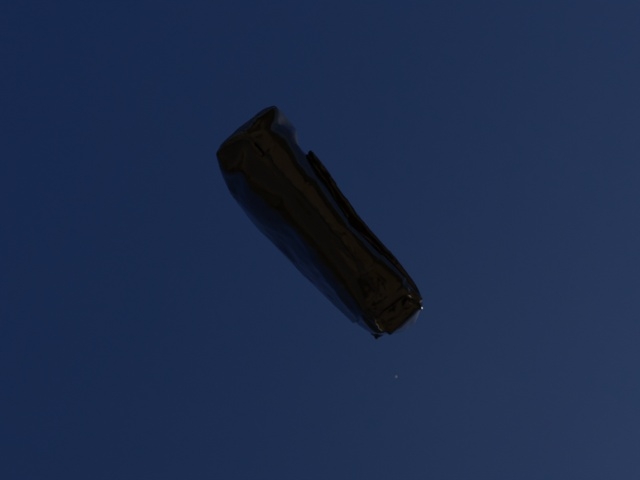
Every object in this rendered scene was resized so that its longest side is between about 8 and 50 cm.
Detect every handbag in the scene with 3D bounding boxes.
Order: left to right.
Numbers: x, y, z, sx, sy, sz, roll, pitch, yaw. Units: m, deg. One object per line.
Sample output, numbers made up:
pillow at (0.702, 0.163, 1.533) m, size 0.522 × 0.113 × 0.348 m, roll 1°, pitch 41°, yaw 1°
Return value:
handbag at (0.000, 0.000, 1.003) m, size 0.080 × 0.247 × 0.223 m, roll -37°, pitch -95°, yaw -1°
